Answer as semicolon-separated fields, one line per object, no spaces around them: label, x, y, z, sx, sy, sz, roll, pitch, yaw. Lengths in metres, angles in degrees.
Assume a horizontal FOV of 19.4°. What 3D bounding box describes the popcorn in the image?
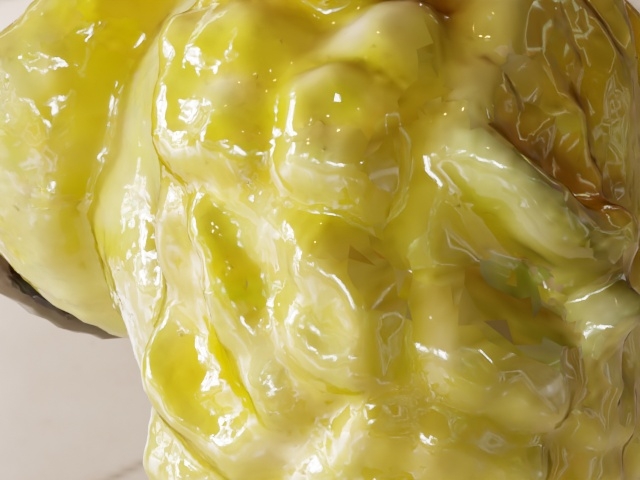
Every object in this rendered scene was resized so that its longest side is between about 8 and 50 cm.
popcorn;0.000;0.000;0.875;0.382;0.349;0.349;-4;27;26
